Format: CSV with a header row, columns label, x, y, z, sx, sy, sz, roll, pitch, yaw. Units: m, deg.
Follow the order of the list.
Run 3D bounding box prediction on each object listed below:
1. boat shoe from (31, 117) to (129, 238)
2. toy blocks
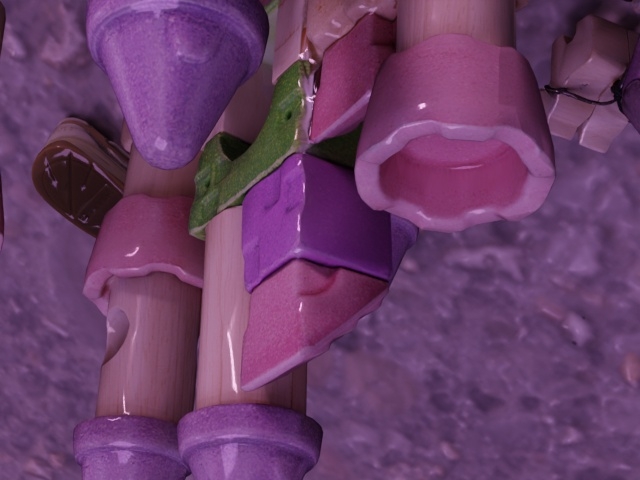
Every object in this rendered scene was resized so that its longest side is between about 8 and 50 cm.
label,x,y,z,sx,sy,sz,roll,pitch,yaw
boat shoe,-0.095,-0.007,0.835,0.153,0.048,0.056,41,119,-16
toy blocks,0.000,0.000,0.578,0.309,0.260,0.288,19,147,-29
